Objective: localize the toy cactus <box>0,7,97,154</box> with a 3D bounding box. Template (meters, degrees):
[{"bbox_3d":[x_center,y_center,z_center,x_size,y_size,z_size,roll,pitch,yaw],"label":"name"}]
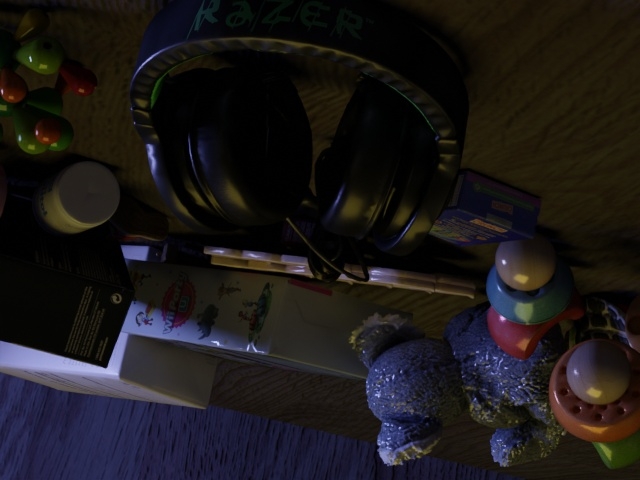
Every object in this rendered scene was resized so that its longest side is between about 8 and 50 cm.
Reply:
[{"bbox_3d":[-0.268,-0.142,1.411,0.180,0.112,0.219,35,165,-13],"label":"toy cactus"}]

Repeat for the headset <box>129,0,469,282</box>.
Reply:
[{"bbox_3d":[-0.005,-0.087,1.353,0.243,0.185,0.394,7,152,9],"label":"headset"}]

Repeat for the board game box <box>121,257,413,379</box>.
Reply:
[{"bbox_3d":[-0.077,0.098,2.101,0.303,0.098,0.224,3,169,45],"label":"board game box"}]

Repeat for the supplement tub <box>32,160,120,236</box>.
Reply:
[{"bbox_3d":[-0.260,-0.044,1.854,0.071,0.071,0.107,17,166,-21],"label":"supplement tub"}]

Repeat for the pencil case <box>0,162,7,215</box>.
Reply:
[{"bbox_3d":[-0.433,-0.086,1.740,0.124,0.124,0.284,6,166,28],"label":"pencil case"}]

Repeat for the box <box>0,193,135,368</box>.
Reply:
[{"bbox_3d":[-0.322,0.035,1.974,0.184,0.103,0.261,19,-168,-16],"label":"box"}]

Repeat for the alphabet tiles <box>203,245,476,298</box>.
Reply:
[{"bbox_3d":[0.021,0.036,1.914,0.284,0.021,0.278,5,177,41],"label":"alphabet tiles"}]

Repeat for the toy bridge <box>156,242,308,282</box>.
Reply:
[{"bbox_3d":[-0.113,0.037,2.179,0.188,0.026,0.063,14,169,-12],"label":"toy bridge"}]

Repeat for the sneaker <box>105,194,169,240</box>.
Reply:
[{"bbox_3d":[-0.229,-0.024,1.977,0.067,0.042,0.118,2,167,28],"label":"sneaker"}]

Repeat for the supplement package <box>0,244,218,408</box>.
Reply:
[{"bbox_3d":[-0.290,0.109,2.320,0.293,0.178,0.175,3,165,40],"label":"supplement package"}]

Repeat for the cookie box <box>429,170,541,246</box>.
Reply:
[{"bbox_3d":[0.132,-0.028,1.600,0.091,0.040,0.107,20,166,-31],"label":"cookie box"}]

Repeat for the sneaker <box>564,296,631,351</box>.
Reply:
[{"bbox_3d":[0.350,0.119,1.990,0.118,0.107,0.279,-6,171,-2],"label":"sneaker"}]

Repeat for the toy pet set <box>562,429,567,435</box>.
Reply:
[{"bbox_3d":[0.338,0.227,2.567,0.122,0.065,0.114,17,-158,-6],"label":"toy pet set"}]

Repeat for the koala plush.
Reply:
[{"bbox_3d":[0.151,0.149,1.940,0.221,0.196,0.203,-8,161,-6],"label":"koala plush"}]

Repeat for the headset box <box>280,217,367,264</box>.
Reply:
[{"bbox_3d":[0.000,0.000,1.881,0.083,0.032,0.062,6,167,21],"label":"headset box"}]

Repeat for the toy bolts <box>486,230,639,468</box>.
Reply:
[{"bbox_3d":[0.271,0.069,1.713,0.228,0.218,0.158,42,168,28],"label":"toy bolts"}]
